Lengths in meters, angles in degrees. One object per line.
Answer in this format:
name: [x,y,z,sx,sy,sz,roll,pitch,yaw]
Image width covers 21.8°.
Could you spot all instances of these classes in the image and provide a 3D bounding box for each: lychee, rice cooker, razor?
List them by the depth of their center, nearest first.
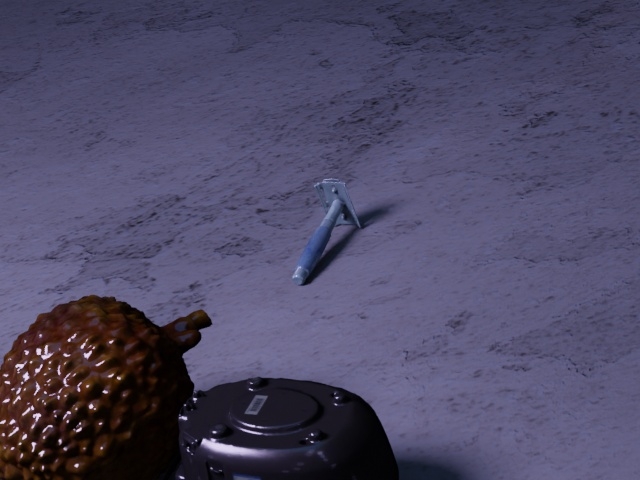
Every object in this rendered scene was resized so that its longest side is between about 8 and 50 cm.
rice cooker: [-0.035,0.186,1.402,0.203,0.118,0.142,1,31,22]
lychee: [-0.196,0.138,1.491,0.238,0.200,0.200,-41,33,-12]
razor: [0.000,0.000,1.835,0.040,0.068,0.135,-1,41,28]
